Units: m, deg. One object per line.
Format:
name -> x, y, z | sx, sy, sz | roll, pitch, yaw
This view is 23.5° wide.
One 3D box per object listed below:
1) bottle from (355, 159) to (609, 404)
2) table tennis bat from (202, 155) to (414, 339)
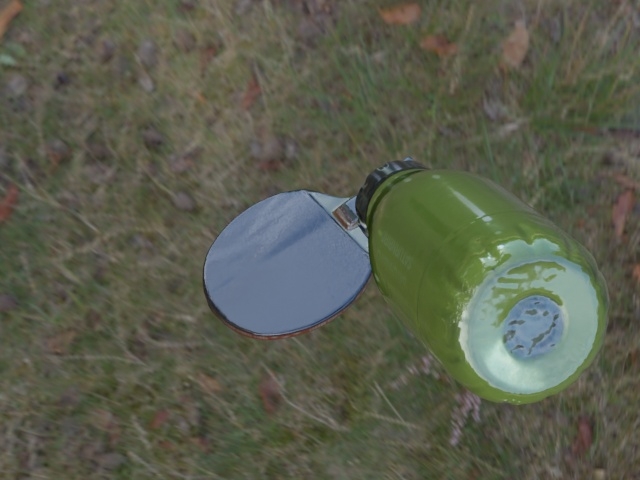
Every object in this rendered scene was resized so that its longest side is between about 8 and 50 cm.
bottle -> 0.090, 0.011, 1.012 | 0.112, 0.260, 0.112 | -5, 109, -14
table tennis bat -> 0.000, 0.000, 1.304 | 0.220, 0.019, 0.130 | -36, 63, -14
